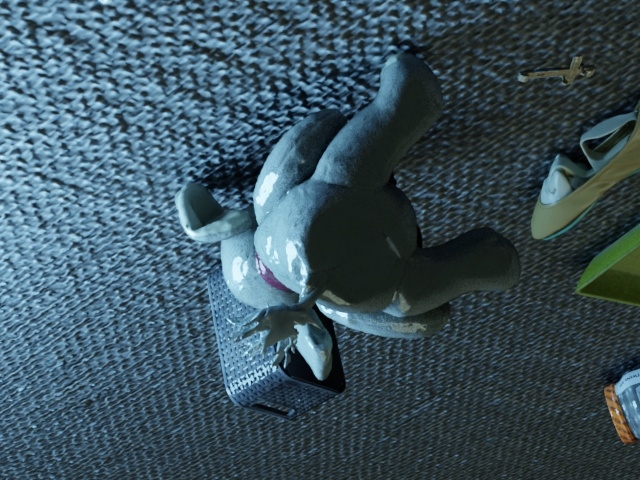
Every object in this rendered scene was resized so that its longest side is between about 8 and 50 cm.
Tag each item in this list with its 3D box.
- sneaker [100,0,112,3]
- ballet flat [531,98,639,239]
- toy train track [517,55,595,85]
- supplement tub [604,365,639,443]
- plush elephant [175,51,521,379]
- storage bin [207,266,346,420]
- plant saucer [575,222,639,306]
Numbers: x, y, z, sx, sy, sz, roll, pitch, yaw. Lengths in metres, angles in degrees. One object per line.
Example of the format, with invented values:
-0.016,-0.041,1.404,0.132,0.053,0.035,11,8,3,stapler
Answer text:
-0.141,-0.264,1.338,0.071,0.068,0.170,-12,163,-33,sneaker
0.306,-0.086,1.798,0.073,0.080,0.232,37,127,-19,ballet flat
0.249,-0.172,1.668,0.083,0.014,0.048,-5,149,-11,toy train track
0.524,0.228,2.347,0.190,0.117,0.117,-20,149,14,supplement tub
0.000,0.000,1.666,0.330,0.255,0.272,-39,110,-16,plush elephant
-0.052,0.107,1.863,0.084,0.180,0.122,-33,144,29,storage bin
0.445,0.017,2.030,0.188,0.045,0.188,12,142,-34,plant saucer
